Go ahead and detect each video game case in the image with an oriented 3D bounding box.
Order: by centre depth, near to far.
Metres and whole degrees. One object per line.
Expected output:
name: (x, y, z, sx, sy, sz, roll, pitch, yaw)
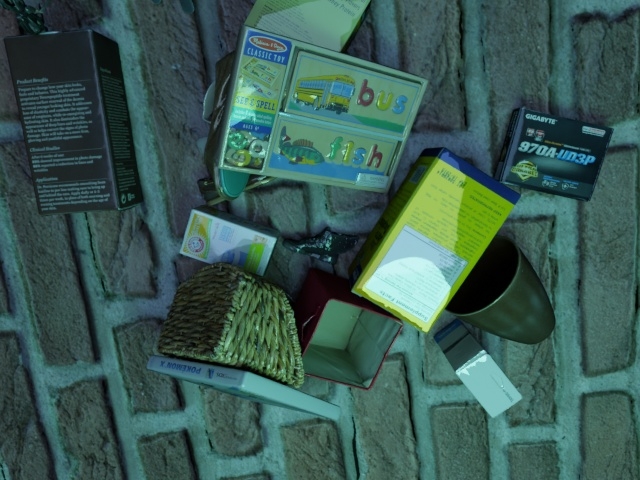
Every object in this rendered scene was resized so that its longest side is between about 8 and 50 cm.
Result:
video game case: (-0.164, 0.327, 1.029, 0.300, 0.329, 0.036, -3, 61, 37)

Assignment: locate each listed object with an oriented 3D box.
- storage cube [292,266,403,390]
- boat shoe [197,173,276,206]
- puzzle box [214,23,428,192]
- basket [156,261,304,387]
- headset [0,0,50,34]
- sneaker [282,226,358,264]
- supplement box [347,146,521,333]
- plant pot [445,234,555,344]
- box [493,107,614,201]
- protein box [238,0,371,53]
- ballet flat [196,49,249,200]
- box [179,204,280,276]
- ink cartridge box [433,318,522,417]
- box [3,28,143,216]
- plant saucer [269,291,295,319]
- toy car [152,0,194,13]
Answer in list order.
storage cube: (0.040, 0.197, 1.075, 0.215, 0.193, 0.183, 21, 101, -19)
boat shoe: (-0.189, -0.147, 1.094, 0.207, 0.073, 0.073, -20, 102, 5)
puzzle box: (0.007, -0.253, 0.969, 0.410, 0.052, 0.271, 4, 116, -26)
basket: (-0.178, 0.180, 1.024, 0.223, 0.299, 0.213, 30, 64, -33)
headset: (-0.560, -0.609, 0.934, 0.244, 0.185, 0.393, 4, 82, 2)
sneaker: (0.000, 0.001, 1.134, 0.171, 0.051, 0.089, 20, 100, -8)
supplement box: (0.237, -0.009, 1.053, 0.194, 0.195, 0.356, 31, 99, -5)
plant pot: (0.435, 0.141, 1.088, 0.230, 0.215, 0.215, 38, 99, -20)
box: (0.537, -0.197, 1.084, 0.221, 0.051, 0.175, 13, 101, -1)
protein box: (-0.030, -0.463, 0.999, 0.200, 0.136, 0.201, 31, 101, -5)
ballet flat: (-0.215, -0.257, 1.039, 0.124, 0.116, 0.341, 4, 87, 29)
box: (-0.213, 0.003, 1.108, 0.203, 0.103, 0.114, 20, 100, -3)
ink cartridge box: (0.365, 0.294, 1.104, 0.086, 0.203, 0.148, -39, 97, 7)
box: (-0.544, -0.254, 1.049, 0.192, 0.143, 0.380, -4, 102, 2)
plant saucer: (-0.145, 0.203, 1.180, 0.199, 0.036, 0.198, 0, 102, 1)
toy car: (-0.313, -0.598, 1.004, 0.155, 0.148, 0.188, 18, 129, 1)
